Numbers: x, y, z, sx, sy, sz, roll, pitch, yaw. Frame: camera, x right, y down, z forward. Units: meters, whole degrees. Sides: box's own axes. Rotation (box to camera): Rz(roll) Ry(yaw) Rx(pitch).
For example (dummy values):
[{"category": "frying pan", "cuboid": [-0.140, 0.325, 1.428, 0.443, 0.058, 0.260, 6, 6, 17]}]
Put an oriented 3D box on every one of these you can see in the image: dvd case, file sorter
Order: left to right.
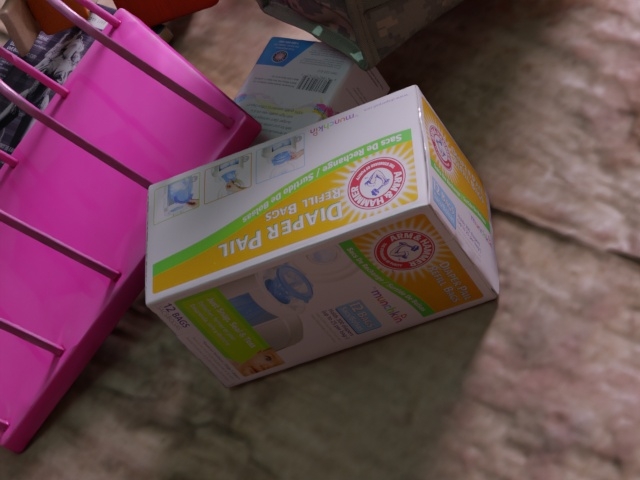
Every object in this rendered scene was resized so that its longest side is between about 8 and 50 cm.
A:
[{"category": "file sorter", "cuboid": [-0.232, -0.044, 1.292, 0.290, 0.182, 0.202, -53, 43, 5]}, {"category": "dvd case", "cuboid": [-0.238, -0.106, 1.505, 0.164, 0.018, 0.221, 22, 71, 43]}]

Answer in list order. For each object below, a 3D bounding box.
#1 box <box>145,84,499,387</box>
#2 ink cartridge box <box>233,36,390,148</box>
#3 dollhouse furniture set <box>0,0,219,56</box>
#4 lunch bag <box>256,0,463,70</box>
[{"category": "box", "cuboid": [0.000, 0.000, 1.193, 0.203, 0.114, 0.103, -19, 48, 18]}, {"category": "ink cartridge box", "cuboid": [-0.021, -0.081, 1.315, 0.088, 0.052, 0.122, 12, 62, 40]}, {"category": "dollhouse furniture set", "cuboid": [-0.162, -0.284, 1.411, 0.262, 0.259, 0.135, -18, 27, 12]}, {"category": "lunch bag", "cuboid": [0.047, -0.307, 1.252, 0.235, 0.287, 0.169, -36, 41, -18]}]
